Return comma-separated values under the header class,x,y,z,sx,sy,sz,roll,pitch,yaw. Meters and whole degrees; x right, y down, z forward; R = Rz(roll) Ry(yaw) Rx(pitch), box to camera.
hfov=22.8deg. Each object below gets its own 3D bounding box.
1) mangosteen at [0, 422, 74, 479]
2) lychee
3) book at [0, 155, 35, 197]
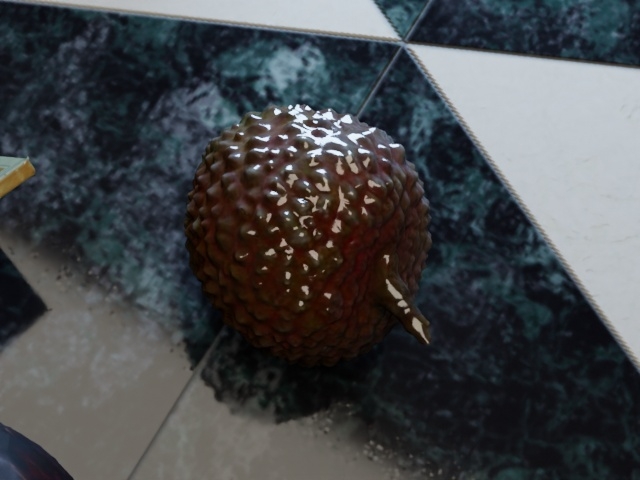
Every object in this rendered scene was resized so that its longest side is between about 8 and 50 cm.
class,x,y,z,sx,sy,sz,roll,pitch,yaw
mangosteen,-0.248,0.215,0.836,0.311,0.311,0.311,3,70,-7
lychee,0.000,0.000,1.004,0.197,0.165,0.165,26,66,32
book,-0.301,0.017,0.952,0.241,0.170,0.018,-39,115,-26
